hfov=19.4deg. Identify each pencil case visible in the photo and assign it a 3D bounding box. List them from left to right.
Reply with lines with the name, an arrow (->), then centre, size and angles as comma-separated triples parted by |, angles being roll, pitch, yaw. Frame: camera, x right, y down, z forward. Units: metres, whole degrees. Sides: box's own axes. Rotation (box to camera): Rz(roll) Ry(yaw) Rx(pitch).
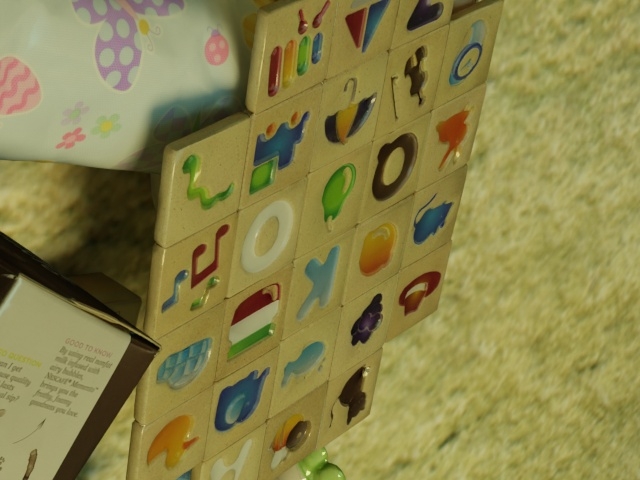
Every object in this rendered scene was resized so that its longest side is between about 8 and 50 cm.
pencil case -> -0.138, -0.098, 0.899 | 0.273, 0.113, 0.124 | 1, 125, -49

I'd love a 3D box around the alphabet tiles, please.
alphabet tiles -> 0.000, 0.000, 1.052 | 0.285, 0.011, 0.343 | -30, 140, -44

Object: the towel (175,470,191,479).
towel -> -0.068, 0.109, 1.202 | 0.067, 0.029, 0.119 | 19, 100, -54

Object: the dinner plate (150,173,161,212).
dinner plate -> -0.044, -0.058, 1.123 | 0.141, 0.017, 0.141 | -29, 134, -36

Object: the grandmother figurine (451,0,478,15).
grandmother figurine -> 0.021, -0.247, 0.996 | 0.208, 0.104, 0.342 | -50, 147, -29

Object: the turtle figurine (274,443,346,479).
turtle figurine -> -0.069, 0.239, 1.125 | 0.266, 0.198, 0.275 | -36, 151, -23

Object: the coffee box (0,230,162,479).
coffee box -> -0.237, 0.121, 0.898 | 0.297, 0.168, 0.119 | -57, 144, -1

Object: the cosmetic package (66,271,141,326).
cosmetic package -> -0.160, 0.056, 1.046 | 0.115, 0.041, 0.060 | -6, 119, -48
